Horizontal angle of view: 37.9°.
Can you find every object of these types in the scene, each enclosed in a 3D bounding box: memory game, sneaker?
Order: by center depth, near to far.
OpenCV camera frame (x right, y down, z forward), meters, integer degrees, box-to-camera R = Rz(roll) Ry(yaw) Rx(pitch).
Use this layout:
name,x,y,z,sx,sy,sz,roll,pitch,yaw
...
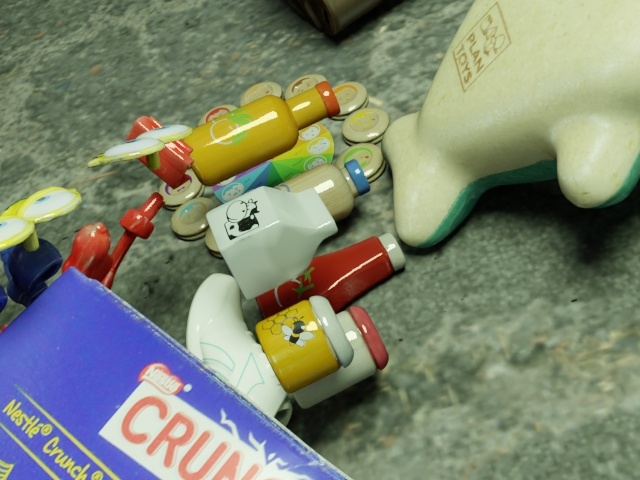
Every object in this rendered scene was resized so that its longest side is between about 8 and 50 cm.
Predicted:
name,x,y,z,sx,sy,sz,roll,pitch,yaw
sneaker,-0.046,0.086,0.547,0.061,0.054,0.152,-10,54,8
memory game,-0.037,-0.063,0.700,0.186,0.012,0.186,-12,47,13

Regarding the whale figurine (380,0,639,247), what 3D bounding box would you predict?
name,x,y,z,sx,sy,sz,roll,pitch,yaw
whale figurine,0.154,-0.094,0.560,0.272,0.141,0.216,-43,38,34

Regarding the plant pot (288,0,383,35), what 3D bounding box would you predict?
name,x,y,z,sx,sy,sz,roll,pitch,yaw
plant pot,0.035,-0.266,0.760,0.165,0.167,0.167,-41,46,-3

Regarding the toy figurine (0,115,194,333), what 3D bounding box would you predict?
name,x,y,z,sx,sy,sz,roll,pitch,yaw
toy figurine,-0.254,-0.004,0.447,0.217,0.191,0.362,40,40,5

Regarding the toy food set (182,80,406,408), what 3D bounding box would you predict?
name,x,y,z,sx,sy,sz,roll,pitch,yaw
toy food set,0.000,0.000,0.553,0.104,0.111,0.232,-26,36,-2

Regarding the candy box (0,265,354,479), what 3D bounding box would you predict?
name,x,y,z,sx,sy,sz,roll,pitch,yaw
candy box,-0.110,0.210,0.376,0.268,0.122,0.317,34,70,27
